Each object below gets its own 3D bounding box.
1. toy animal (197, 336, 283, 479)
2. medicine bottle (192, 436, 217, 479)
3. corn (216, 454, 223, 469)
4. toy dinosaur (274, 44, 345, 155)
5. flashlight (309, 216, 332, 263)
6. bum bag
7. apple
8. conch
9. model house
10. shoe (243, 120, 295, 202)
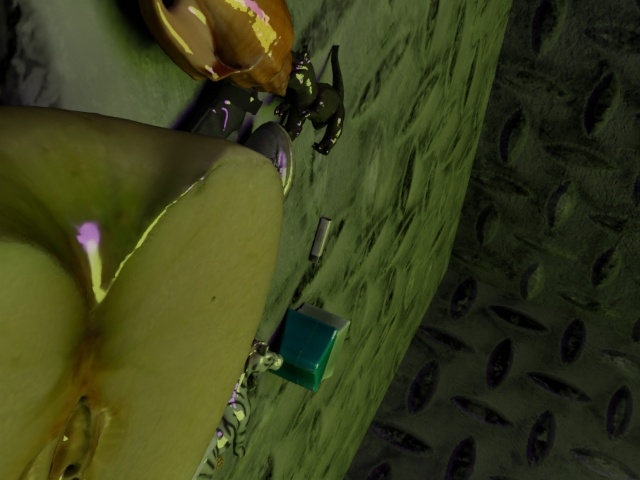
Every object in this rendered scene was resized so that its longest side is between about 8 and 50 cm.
[{"bbox_3d":[-0.145,0.272,1.071,0.170,0.090,0.255,81,32,-53],"label":"toy animal"},{"bbox_3d":[-0.230,0.343,0.826,0.352,0.110,0.110,-50,156,-48],"label":"medicine bottle"},{"bbox_3d":[-0.180,0.360,1.159,0.083,0.027,0.028,-25,126,-64],"label":"corn"},{"bbox_3d":[0.007,-0.207,0.930,0.178,0.087,0.187,-64,165,-12],"label":"toy dinosaur"},{"bbox_3d":[0.000,0.000,1.294,0.018,0.018,0.083,-33,142,-66],"label":"flashlight"},{"bbox_3d":[-0.110,-0.105,0.752,0.197,0.049,0.087,-61,167,-27],"label":"bum bag"},{"bbox_3d":[-0.173,0.112,0.420,0.311,0.320,0.360,-114,-142,-55],"label":"apple"},{"bbox_3d":[-0.108,-0.205,0.590,0.109,0.093,0.330,-51,142,0],"label":"conch"},{"bbox_3d":[-0.026,0.194,1.313,0.149,0.101,0.127,-20,130,-72],"label":"model house"},{"bbox_3d":[-0.090,-0.049,0.855,0.194,0.074,0.077,-68,159,6],"label":"shoe"}]
